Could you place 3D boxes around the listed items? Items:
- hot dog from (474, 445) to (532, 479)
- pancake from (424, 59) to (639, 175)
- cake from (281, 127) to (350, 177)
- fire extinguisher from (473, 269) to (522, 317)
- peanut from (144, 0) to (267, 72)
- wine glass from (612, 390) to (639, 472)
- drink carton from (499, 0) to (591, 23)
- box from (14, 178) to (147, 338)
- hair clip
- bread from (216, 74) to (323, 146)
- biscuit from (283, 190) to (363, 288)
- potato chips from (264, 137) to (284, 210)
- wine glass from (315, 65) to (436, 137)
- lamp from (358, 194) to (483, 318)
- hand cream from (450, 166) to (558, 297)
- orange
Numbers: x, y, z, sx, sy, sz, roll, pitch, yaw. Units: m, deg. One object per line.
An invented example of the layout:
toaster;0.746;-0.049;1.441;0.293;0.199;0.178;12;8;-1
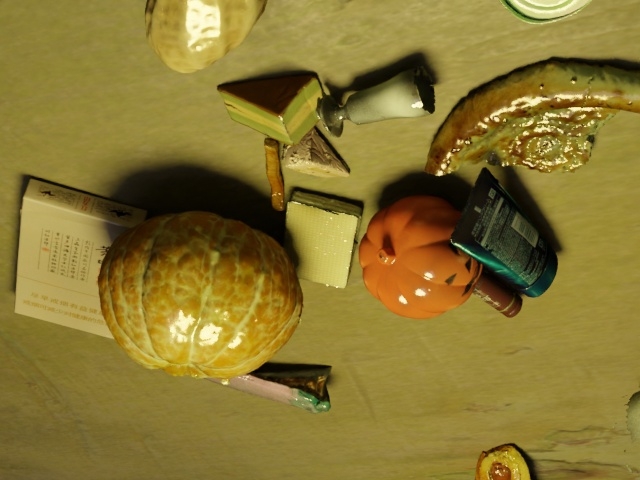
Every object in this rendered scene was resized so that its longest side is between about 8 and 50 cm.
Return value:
hot dog;0.379;0.516;2.475;0.123;0.093;0.261;-4;140;19
pancake;0.309;-0.150;1.658;0.376;0.054;0.197;-17;135;35
cake;-0.005;-0.113;1.798;0.052;0.065;0.121;-9;145;30
fire extinguisher;0.262;0.071;1.969;0.158;0.043;0.064;35;180;-26
peanut;-0.132;-0.333;1.473;0.152;0.152;0.313;15;140;-4
wine glass;0.695;0.306;2.040;0.357;0.190;0.190;-21;132;30
drink carton;0.258;-0.333;1.362;0.144;0.142;0.146;-19;131;34
box;-0.427;0.042;2.121;0.205;0.051;0.365;16;143;-6
hair clip;-0.144;0.261;2.316;0.359;0.110;0.095;9;103;12
bread;-0.069;-0.203;1.732;0.139;0.084;0.074;25;156;38
biscuit;0.000;0.000;1.955;0.121;0.040;0.199;15;143;3
potato chips;-0.070;-0.105;1.823;0.026;0.037;0.204;-1;155;0
wine glass;0.076;-0.189;1.660;0.155;0.072;0.072;-12;137;28
lamp;0.144;0.024;1.814;0.164;0.187;0.188;4;157;-46
hand cream;0.276;0.000;1.787;0.061;0.120;0.270;19;169;38
orange;-0.190;0.092;1.927;0.329;0.249;0.329;10;166;2
